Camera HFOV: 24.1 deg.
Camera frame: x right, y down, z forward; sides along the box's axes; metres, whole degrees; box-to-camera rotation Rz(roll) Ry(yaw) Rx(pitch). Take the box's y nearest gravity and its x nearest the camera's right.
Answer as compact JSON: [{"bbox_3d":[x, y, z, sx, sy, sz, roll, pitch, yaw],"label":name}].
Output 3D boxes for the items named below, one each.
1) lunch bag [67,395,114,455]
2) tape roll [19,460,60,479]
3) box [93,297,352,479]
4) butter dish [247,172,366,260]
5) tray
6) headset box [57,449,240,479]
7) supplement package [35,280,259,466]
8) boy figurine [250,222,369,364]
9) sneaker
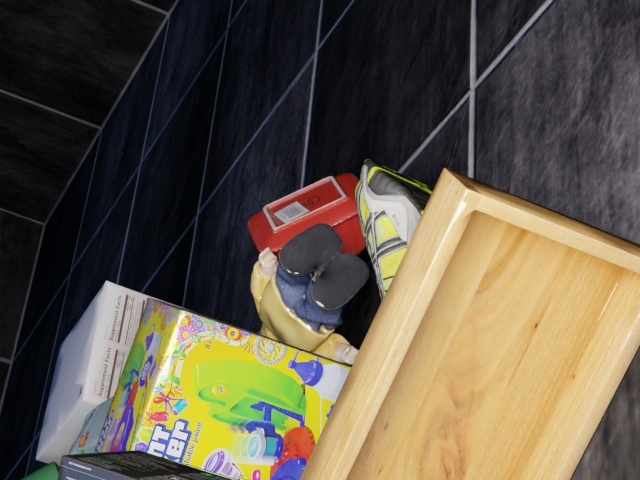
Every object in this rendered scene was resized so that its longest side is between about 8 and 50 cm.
[{"bbox_3d":[-0.174,0.281,1.899,0.279,0.224,0.108,-29,28,38],"label":"lunch bag"},{"bbox_3d":[-0.285,0.431,1.860,0.077,0.321,0.321,-29,14,-11],"label":"tape roll"},{"bbox_3d":[-0.099,0.248,1.684,0.290,0.279,0.177,-71,18,-3],"label":"box"},{"bbox_3d":[0.000,0.000,1.944,0.160,0.118,0.160,-24,21,-3],"label":"butter dish"},{"bbox_3d":[0.115,0.164,1.282,0.411,0.203,0.076,-65,19,13],"label":"tray"},{"bbox_3d":[-0.144,0.369,1.442,0.246,0.131,0.283,10,91,31],"label":"headset box"},{"bbox_3d":[-0.229,0.222,2.105,0.199,0.263,0.198,-48,28,47],"label":"supplement package"},{"bbox_3d":[-0.016,0.091,1.849,0.092,0.177,0.285,-39,-13,-22],"label":"boy figurine"},{"bbox_3d":[0.099,0.026,1.574,0.147,0.145,0.384,-65,17,14],"label":"sneaker"}]
